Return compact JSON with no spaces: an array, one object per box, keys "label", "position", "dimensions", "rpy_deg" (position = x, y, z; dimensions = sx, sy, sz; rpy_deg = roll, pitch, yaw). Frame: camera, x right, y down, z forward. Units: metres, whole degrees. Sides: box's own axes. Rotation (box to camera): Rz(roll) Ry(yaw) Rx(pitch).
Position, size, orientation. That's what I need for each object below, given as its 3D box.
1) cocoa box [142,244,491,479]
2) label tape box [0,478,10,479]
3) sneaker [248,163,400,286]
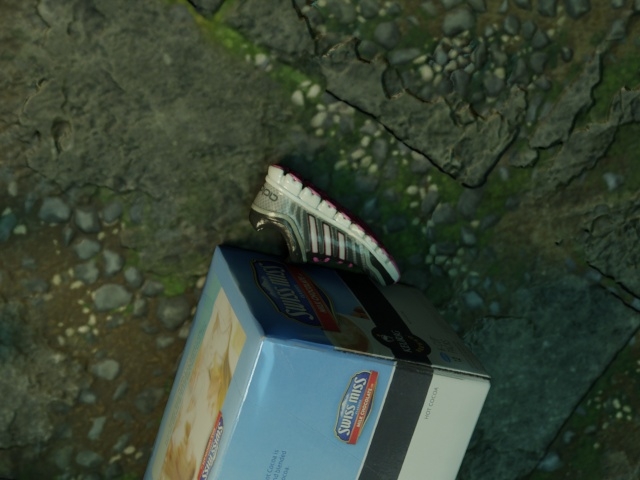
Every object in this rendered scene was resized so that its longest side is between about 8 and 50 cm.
[{"label":"cocoa box","position":[-0.026,0.217,1.578],"dimensions":[0.228,0.231,0.347],"rpy_deg":[13,107,-19]},{"label":"label tape box","position":[-0.302,0.347,1.546],"dimensions":[0.115,0.249,0.348],"rpy_deg":[-12,114,-10]},{"label":"sneaker","position":[0.000,0.000,1.595],"dimensions":[0.170,0.063,0.075],"rpy_deg":[37,98,-19]}]
